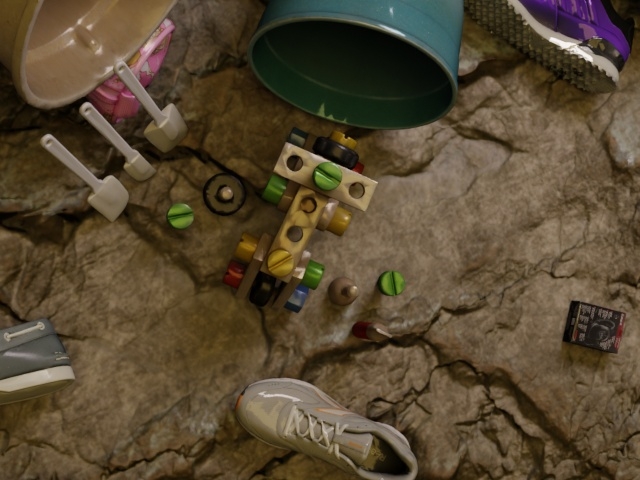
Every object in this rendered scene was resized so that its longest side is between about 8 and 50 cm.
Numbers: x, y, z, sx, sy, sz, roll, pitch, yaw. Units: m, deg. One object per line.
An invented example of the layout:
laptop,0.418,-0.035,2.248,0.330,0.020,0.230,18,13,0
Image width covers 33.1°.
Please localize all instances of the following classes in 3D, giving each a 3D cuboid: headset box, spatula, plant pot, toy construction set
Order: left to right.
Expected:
plant pot,-0.321,-0.366,1.153,0.305,0.334,0.334,38,81,5
spatula,-0.251,-0.126,1.341,0.019,0.242,0.168,40,83,22
toy construction set,0.000,0.000,1.376,0.257,0.237,0.309,-41,96,-10
plant pot,0.067,-0.320,1.399,0.272,0.271,0.255,18,71,-10
headset box,0.400,0.126,1.555,0.083,0.032,0.062,14,86,-11

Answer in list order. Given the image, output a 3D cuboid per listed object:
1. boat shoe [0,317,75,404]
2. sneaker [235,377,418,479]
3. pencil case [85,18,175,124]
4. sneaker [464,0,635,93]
boat shoe,-0.459,0.155,1.308,0.319,0.116,0.099,-4,70,-38
sneaker,0.016,0.255,1.429,0.262,0.121,0.099,21,83,-10
pencil case,-0.369,-0.308,1.355,0.386,0.160,0.167,32,83,-9
sneaker,0.326,-0.344,1.530,0.293,0.102,0.146,33,78,-13
